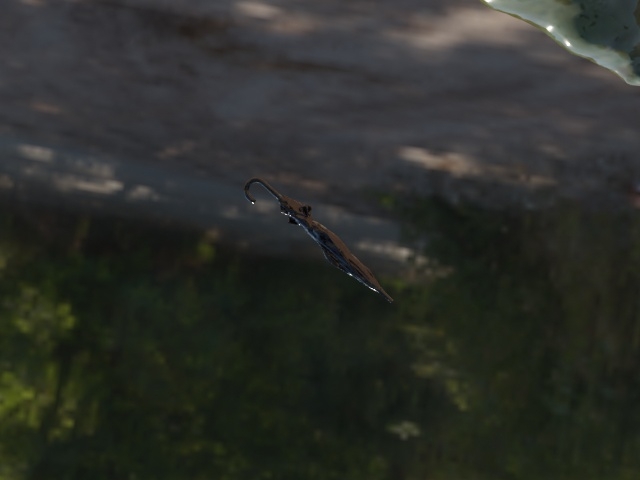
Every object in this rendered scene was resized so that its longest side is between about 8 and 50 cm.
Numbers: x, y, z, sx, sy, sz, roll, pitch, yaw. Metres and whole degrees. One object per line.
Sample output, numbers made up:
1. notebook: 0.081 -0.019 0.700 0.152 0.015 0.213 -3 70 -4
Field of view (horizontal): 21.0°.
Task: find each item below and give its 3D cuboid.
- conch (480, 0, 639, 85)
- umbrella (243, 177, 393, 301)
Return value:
1. conch: -0.006 -0.194 0.375 0.203 0.170 0.386 -27 125 10
2. umbrella: 0.002 -0.003 1.117 0.122 0.022 0.013 37 -174 3
